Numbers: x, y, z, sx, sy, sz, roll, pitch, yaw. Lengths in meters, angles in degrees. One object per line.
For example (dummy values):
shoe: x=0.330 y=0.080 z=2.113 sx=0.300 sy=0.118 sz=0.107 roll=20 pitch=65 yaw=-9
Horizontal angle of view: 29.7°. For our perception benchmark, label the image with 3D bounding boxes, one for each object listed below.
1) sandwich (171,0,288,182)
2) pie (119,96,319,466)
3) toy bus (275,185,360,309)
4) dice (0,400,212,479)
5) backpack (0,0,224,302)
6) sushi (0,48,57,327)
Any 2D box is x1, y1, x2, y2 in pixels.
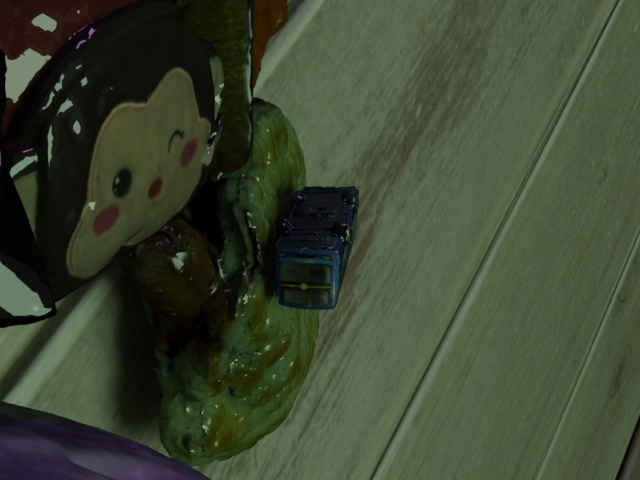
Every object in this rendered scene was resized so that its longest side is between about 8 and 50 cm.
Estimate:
sandwich: x=-0.080 y=-0.144 z=0.801 sx=0.160 sy=0.109 sz=0.185 roll=-59 pitch=153 yaw=-73
pie: x=-0.055 y=0.029 z=0.914 sx=0.257 sy=0.105 sz=0.274 roll=-59 pitch=150 yaw=-50
toy bus: x=0.000 y=0.000 z=0.861 sx=0.153 sy=0.051 sz=0.061 roll=-72 pitch=161 yaw=-68
dice: x=-0.191 y=0.216 z=0.536 sx=0.270 sy=0.271 sz=0.270 roll=14 pitch=89 yaw=-64
backpack: x=-0.148 y=-0.085 z=0.633 sx=0.229 sy=0.138 sz=0.229 roll=7 pitch=90 yaw=-67
sushi: x=-0.223 y=-0.075 z=0.390 sx=0.227 sy=0.215 sz=0.212 roll=-18 pitch=143 yaw=-37
